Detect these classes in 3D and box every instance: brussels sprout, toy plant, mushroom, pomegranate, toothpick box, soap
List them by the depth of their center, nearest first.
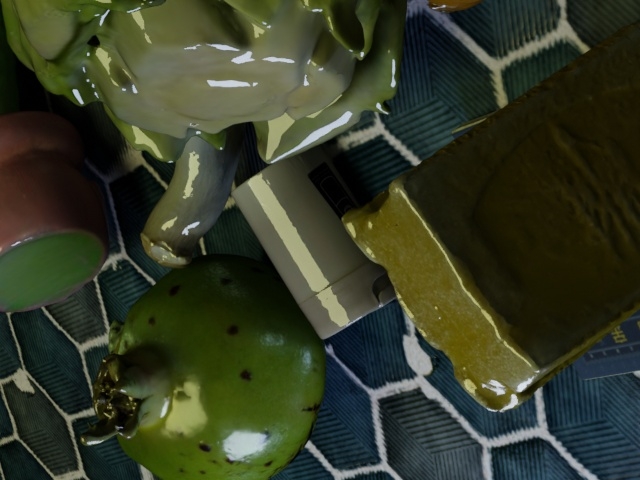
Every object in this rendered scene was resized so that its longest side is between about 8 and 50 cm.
[{"bbox_3d":[0.193,-0.025,1.424,0.199,0.315,0.091,54,146,7],"label":"soap"},{"bbox_3d":[-0.109,-0.286,1.584,0.425,0.342,0.361,58,-153,-68],"label":"brussels sprout"},{"bbox_3d":[0.000,0.000,1.871,0.181,0.111,0.111,58,146,0],"label":"toothpick box"},{"bbox_3d":[-0.128,-0.102,1.916,0.099,0.096,0.278,32,119,48],"label":"mushroom"},{"bbox_3d":[-0.130,0.152,1.982,0.260,0.340,0.260,8,106,32],"label":"pomegranate"},{"bbox_3d":[-0.399,-0.084,2.227,0.356,0.210,0.317,57,150,23],"label":"toy plant"}]

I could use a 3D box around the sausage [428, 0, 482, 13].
[{"bbox_3d":[0.159,-0.271,1.456,0.109,0.109,0.270,57,144,0],"label":"sausage"}]

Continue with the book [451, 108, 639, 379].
[{"bbox_3d":[0.241,-0.005,1.640,0.191,0.025,0.269,-17,104,55],"label":"book"}]
